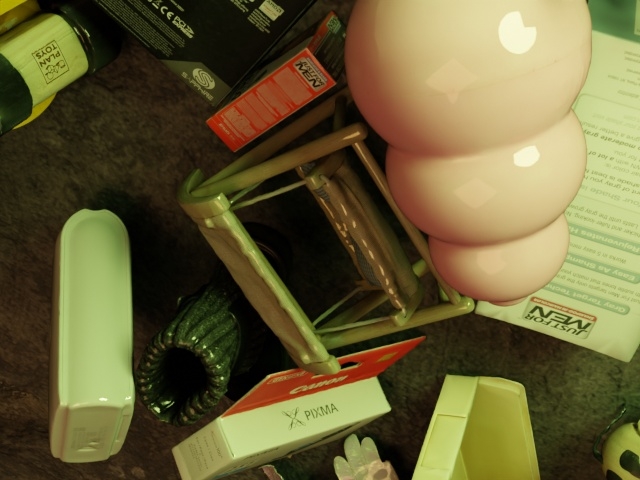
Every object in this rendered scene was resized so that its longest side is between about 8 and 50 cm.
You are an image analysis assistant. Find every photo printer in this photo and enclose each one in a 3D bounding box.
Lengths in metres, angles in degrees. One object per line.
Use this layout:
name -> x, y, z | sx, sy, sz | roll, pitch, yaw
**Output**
photo printer -> -0.323, 0.126, 1.191 | 0.107, 0.307, 0.256 | 2, 150, -18

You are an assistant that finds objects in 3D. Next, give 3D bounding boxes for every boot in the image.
boot -> -0.141, 0.170, 1.171 | 0.131, 0.260, 0.347 | 13, 132, 12

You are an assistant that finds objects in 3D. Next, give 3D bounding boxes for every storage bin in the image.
storage bin -> 0.216, 0.366, 1.188 | 0.123, 0.262, 0.260 | 1, 129, 25

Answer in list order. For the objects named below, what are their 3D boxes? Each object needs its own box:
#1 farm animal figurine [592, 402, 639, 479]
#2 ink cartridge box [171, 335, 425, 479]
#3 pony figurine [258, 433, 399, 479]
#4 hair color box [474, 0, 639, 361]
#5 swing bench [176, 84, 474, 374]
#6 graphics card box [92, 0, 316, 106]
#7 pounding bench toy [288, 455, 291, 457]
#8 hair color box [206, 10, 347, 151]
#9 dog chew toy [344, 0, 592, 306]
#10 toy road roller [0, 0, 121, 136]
farm animal figurine -> 0.473, 0.303, 1.019 | 0.327, 0.172, 0.330 | 19, 131, 49
ink cartridge box -> -0.017, 0.237, 1.175 | 0.261, 0.296, 0.066 | -42, 65, 42
pony figurine -> 0.023, 0.539, 1.406 | 0.303, 0.363, 0.350 | -24, 100, 44
hair color box -> 0.305, -0.055, 0.892 | 0.186, 0.113, 0.374 | 18, 132, 9
swing bench -> 0.000, 0.000, 0.974 | 0.255, 0.165, 0.253 | -28, 113, 16
graphics card box -> -0.079, -0.326, 0.838 | 0.233, 0.094, 0.371 | 40, 131, -13
pounding bench toy -> -0.063, 0.327, 1.417 | 0.065, 0.052, 0.083 | 25, 134, 1
hair color box -> -0.044, -0.175, 0.951 | 0.167, 0.093, 0.053 | -27, 115, 37
dog chew toy -> 0.142, -0.089, 0.753 | 0.207, 0.206, 0.331 | -3, 118, 25
toy road roller -> -0.410, -0.278, 0.952 | 0.241, 0.202, 0.329 | 6, 130, 36
